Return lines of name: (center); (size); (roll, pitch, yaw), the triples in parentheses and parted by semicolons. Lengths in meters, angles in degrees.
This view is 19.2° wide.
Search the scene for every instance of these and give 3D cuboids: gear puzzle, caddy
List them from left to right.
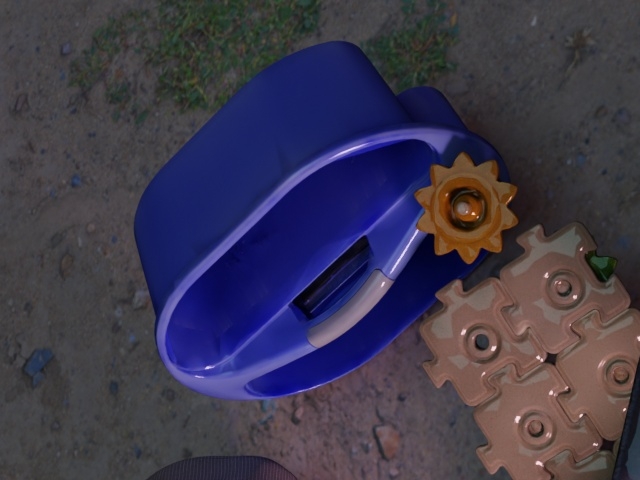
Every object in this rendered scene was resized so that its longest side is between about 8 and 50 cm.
caddy: (0.000, 0.000, 1.597); (0.341, 0.241, 0.179); (-44, 49, 24)
gear puzzle: (0.175, 0.085, 1.473); (0.175, 0.044, 0.339); (-35, 82, 19)

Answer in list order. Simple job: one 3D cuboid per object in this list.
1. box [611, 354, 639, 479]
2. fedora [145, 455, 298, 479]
box: (0.470, -0.023, 1.087); (0.471, 0.297, 0.480); (12, 85, 24)
fedora: (-0.094, 0.271, 1.641); (0.275, 0.243, 0.124); (-42, 24, 35)
